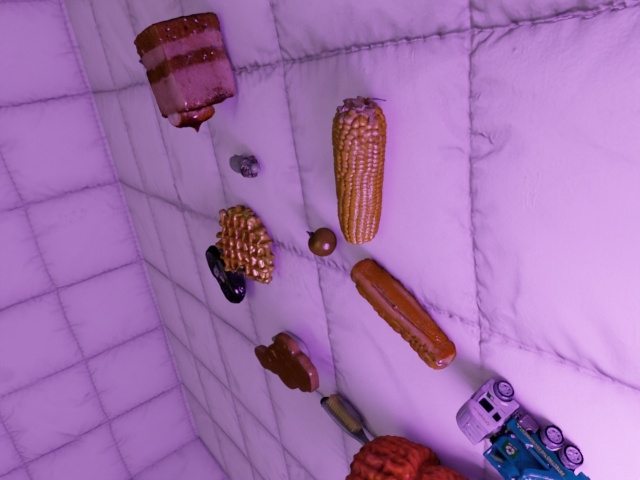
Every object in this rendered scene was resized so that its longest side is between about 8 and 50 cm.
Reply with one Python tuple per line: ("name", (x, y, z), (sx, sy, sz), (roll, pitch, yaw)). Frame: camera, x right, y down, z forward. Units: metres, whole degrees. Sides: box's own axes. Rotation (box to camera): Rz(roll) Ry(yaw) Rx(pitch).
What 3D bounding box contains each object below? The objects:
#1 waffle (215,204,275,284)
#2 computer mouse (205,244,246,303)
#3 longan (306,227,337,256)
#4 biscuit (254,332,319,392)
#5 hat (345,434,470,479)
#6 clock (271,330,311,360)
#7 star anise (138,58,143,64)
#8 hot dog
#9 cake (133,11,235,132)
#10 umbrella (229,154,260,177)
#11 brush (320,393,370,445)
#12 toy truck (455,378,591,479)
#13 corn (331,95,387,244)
("waffle", (-0.245, 0.025, 1.511), (0.309, 0.065, 0.283), (58, 136, 21))
("computer mouse", (-0.331, 0.116, 1.698), (0.233, 0.096, 0.137), (61, 154, 1))
("longan", (0.000, 0.000, 1.142), (0.083, 0.075, 0.075), (37, 146, -4))
("biscuit", (-0.113, 0.376, 1.461), (0.319, 0.047, 0.183), (-16, 93, 54))
("hat", (0.267, 0.582, 1.026), (0.400, 0.285, 0.285), (-10, 102, 30))
("clock", (-0.089, 0.404, 1.544), (0.151, 0.062, 0.191), (14, 122, 52))
("star anise", (-0.485, -0.566, 1.511), (0.262, 0.081, 0.230), (19, 126, 37))
("hot dog", (0.169, 0.152, 0.989), (0.289, 0.083, 0.068), (49, 163, 28))
("cake", (-0.354, -0.453, 1.289), (0.196, 0.198, 0.293), (6, 118, 49))
("umbrella", (-0.216, -0.216, 1.355), (0.143, 0.062, 0.067), (21, 95, 51))
("brush", (0.114, 0.540, 1.338), (0.297, 0.068, 0.060), (40, 118, 31))
("toy truck", (0.340, 0.361, 0.819), (0.216, 0.116, 0.110), (48, 144, 29))
("corn", (0.078, -0.129, 0.927), (0.106, 0.106, 0.305), (33, 139, 42))
